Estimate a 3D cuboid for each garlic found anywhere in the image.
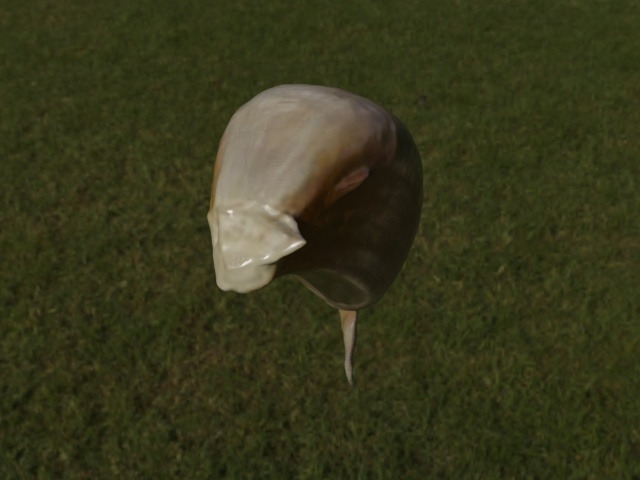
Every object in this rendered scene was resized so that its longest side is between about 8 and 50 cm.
[{"bbox_3d":[0.004,-0.005,0.484,0.090,0.198,0.129,10,71,17],"label":"garlic"}]
